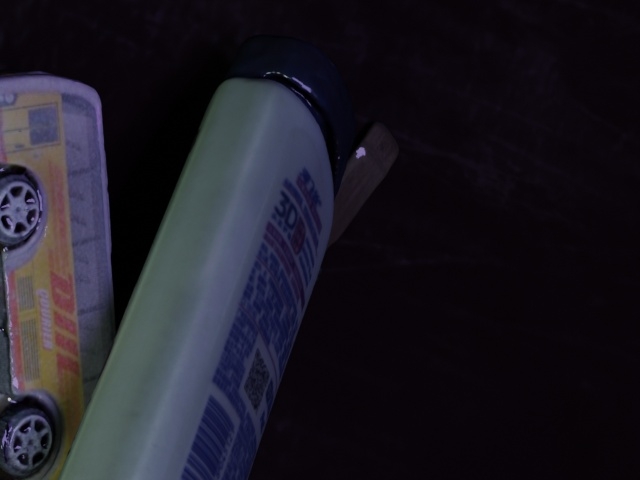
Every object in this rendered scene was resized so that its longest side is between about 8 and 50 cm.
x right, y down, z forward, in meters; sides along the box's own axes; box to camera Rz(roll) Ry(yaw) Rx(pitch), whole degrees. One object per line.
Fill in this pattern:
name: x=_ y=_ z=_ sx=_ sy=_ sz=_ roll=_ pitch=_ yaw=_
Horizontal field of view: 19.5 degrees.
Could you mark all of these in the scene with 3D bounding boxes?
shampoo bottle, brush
shampoo bottle: x=-0.057 y=0.053 z=1.036 sx=0.134 sy=0.078 sz=0.359 roll=66 pitch=33 yaw=-46
brush: x=0.000 y=0.000 z=1.183 sx=0.190 sy=0.027 sz=0.034 roll=-54 pitch=128 yaw=-26

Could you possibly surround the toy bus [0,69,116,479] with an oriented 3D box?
toy bus: x=-0.163 y=0.039 z=0.998 sx=0.106 sy=0.092 sz=0.268 roll=-13 pitch=104 yaw=-50
